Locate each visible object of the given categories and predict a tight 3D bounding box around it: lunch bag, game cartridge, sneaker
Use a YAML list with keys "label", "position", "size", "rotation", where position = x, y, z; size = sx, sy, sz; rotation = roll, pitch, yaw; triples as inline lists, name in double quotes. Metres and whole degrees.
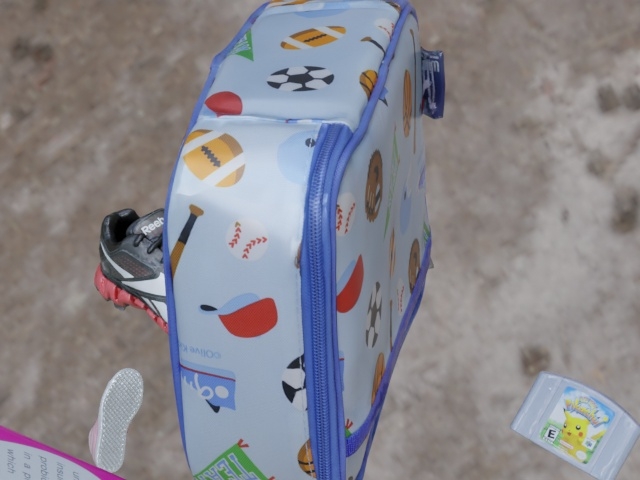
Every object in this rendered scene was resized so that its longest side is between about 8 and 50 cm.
- label: "lunch bag"
  position: [0.000, 0.000, 1.007]
  size: [0.115, 0.243, 0.303]
  rotation: [2, 27, 14]
- label: "game cartridge"
  position: [0.184, 0.131, 1.231]
  size: [0.083, 0.017, 0.056]
  rotation: [29, 95, 12]
- label: "sneaker"
  position: [-0.263, 0.223, 2.187]
  size: [0.070, 0.051, 0.134]
  rotation: [-167, 90, -73]
- label: "sneaker"
  position: [-0.171, 0.039, 2.043]
  size: [0.276, 0.135, 0.098]
  rotation: [24, 38, 39]

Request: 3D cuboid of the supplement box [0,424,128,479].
- label: "supplement box"
  position: [-0.153, 0.130, 0.617]
  size: [0.114, 0.220, 0.111]
  rotation: [-50, 28, 25]
